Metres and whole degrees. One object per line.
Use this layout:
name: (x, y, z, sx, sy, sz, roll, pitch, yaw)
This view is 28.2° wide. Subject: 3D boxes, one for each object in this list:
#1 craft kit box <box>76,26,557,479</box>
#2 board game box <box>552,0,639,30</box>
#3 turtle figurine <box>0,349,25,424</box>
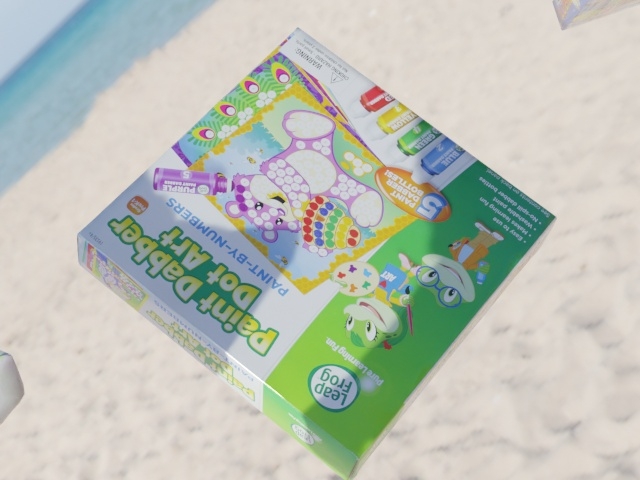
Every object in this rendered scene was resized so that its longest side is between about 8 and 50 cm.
craft kit box: (0.000, 0.000, 0.914, 0.246, 0.250, 0.061, -48, -12, -24)
board game box: (0.300, -0.250, 1.193, 0.136, 0.035, 0.201, -18, -1, 1)
turtle figurine: (-0.213, 0.166, 0.352, 0.274, 0.266, 0.198, 5, 49, 8)
